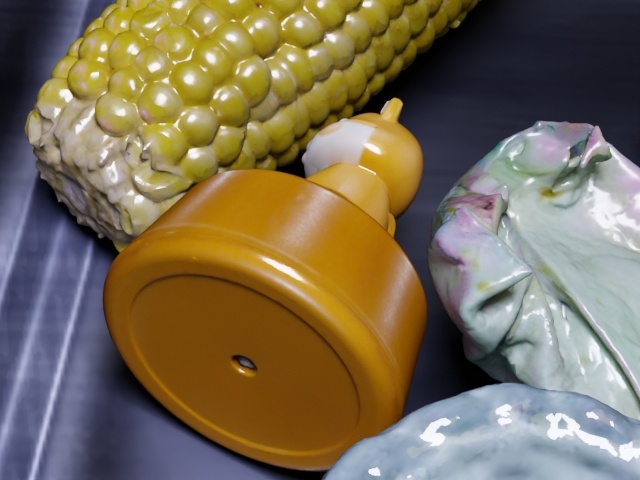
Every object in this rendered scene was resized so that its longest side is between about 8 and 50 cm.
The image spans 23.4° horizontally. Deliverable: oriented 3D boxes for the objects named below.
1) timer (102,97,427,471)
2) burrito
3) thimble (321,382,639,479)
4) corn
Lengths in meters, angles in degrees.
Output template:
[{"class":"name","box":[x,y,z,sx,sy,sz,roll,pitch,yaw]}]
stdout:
[{"class":"timer","box":[0.000,0.000,0.657,0.132,0.132,0.152,27,52,5]},{"class":"burrito","box":[0.141,0.053,0.652,0.229,0.089,0.144,42,47,-6]},{"class":"thimble","box":[0.080,0.185,0.531,0.204,0.172,0.250,-22,62,-20]},{"class":"corn","box":[0.005,-0.133,0.736,0.130,0.130,0.347,40,67,14]}]
